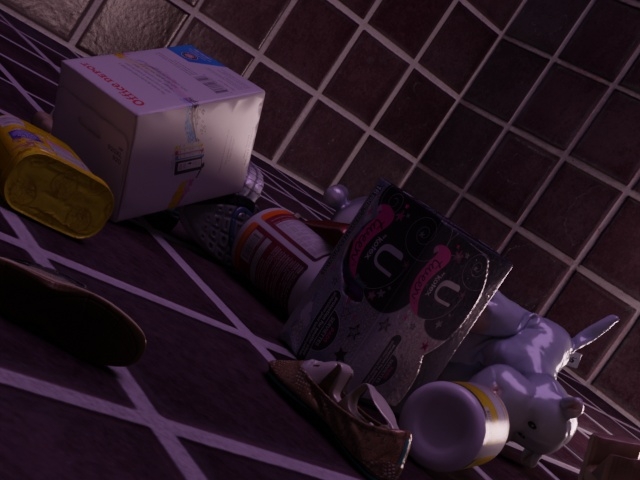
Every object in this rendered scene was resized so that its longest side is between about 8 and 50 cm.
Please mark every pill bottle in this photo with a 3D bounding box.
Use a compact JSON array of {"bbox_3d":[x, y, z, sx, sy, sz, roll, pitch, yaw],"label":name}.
[{"bbox_3d":[-0.021,0.054,1.491,0.221,0.121,0.121,39,8,37],"label":"pill bottle"},{"bbox_3d":[0.168,0.221,1.243,0.103,0.103,0.184,36,6,23],"label":"pill bottle"}]

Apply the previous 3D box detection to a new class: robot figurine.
[{"bbox_3d":[0.103,0.016,2.067,0.300,0.200,0.353,52,5,-2],"label":"robot figurine"}]

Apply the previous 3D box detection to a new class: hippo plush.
[{"bbox_3d":[0.292,0.234,1.583,0.294,0.234,0.236,17,42,-16],"label":"hippo plush"}]

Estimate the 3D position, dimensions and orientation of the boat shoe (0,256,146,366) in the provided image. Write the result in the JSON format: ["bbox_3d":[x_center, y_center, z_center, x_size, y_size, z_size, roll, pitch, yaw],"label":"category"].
[{"bbox_3d":[-0.210,0.051,0.844,0.152,0.056,0.049,32,11,-14],"label":"boat shoe"}]

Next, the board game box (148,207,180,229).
[{"bbox_3d":[-0.263,-0.104,1.604,0.126,0.026,0.186,34,28,-18],"label":"board game box"}]

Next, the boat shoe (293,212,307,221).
[{"bbox_3d":[-0.034,-0.004,2.079,0.073,0.080,0.223,29,1,4],"label":"boat shoe"}]

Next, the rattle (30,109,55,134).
[{"bbox_3d":[-0.358,-0.182,1.554,0.130,0.143,0.200,52,-1,-2],"label":"rattle"}]

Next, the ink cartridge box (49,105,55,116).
[{"bbox_3d":[-0.421,-0.198,1.825,0.115,0.029,0.063,38,8,36],"label":"ink cartridge box"}]

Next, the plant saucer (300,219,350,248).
[{"bbox_3d":[0.080,0.069,1.578,0.258,0.048,0.259,56,-11,-11],"label":"plant saucer"}]

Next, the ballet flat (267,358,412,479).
[{"bbox_3d":[0.024,0.168,1.079,0.206,0.067,0.073,38,8,38],"label":"ballet flat"}]

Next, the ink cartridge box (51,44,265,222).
[{"bbox_3d":[-0.230,-0.155,1.439,0.171,0.168,0.233,36,35,31],"label":"ink cartridge box"}]

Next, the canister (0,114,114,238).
[{"bbox_3d":[-0.322,-0.078,1.201,0.126,0.073,0.170,29,6,-35],"label":"canister"}]

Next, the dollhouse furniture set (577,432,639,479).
[{"bbox_3d":[0.513,0.432,1.182,0.394,0.256,0.362,11,10,-10],"label":"dollhouse furniture set"}]

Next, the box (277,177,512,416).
[{"bbox_3d":[0.094,0.076,1.311,0.163,0.247,0.142,28,7,-41],"label":"box"}]

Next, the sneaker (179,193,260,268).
[{"bbox_3d":[-0.142,-0.014,1.624,0.129,0.111,0.297,17,-5,28],"label":"sneaker"}]

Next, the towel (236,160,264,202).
[{"bbox_3d":[-0.241,-0.132,1.848,0.235,0.121,0.283,27,7,-18],"label":"towel"}]
